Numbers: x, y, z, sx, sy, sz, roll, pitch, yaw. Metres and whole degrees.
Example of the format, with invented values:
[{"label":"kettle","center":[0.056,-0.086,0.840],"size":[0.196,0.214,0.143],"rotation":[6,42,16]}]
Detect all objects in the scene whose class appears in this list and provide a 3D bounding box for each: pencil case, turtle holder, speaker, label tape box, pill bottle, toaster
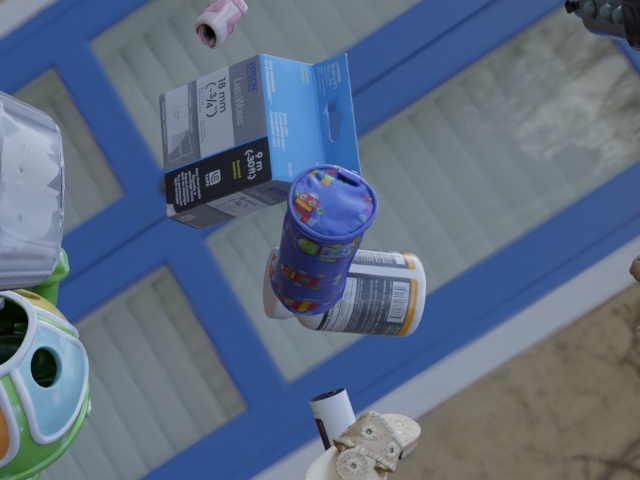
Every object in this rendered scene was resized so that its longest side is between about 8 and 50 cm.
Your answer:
[{"label":"pencil case","center":[0.000,0.000,1.761],"size":[0.119,0.133,0.306],"rotation":[26,-24,3]},{"label":"turtle holder","center":[-0.407,0.162,1.671],"size":[0.243,0.320,0.227],"rotation":[37,-34,21]},{"label":"speaker","center":[0.030,0.273,1.723],"size":[0.055,0.055,0.136],"rotation":[-58,129,-86]},{"label":"label tape box","center":[-0.111,-0.183,2.146],"size":[0.106,0.333,0.241],"rotation":[25,53,-55]},{"label":"pill bottle","center":[0.043,0.090,2.333],"size":[0.162,0.278,0.162],"rotation":[-174,-90,-74]},{"label":"toaster","center":[-0.315,-0.051,1.141],"size":[0.146,0.129,0.227],"rotation":[17,71,-71]}]

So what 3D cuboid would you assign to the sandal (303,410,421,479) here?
[{"label":"sandal","center":[0.053,0.219,1.387],"size":[0.088,0.079,0.240],"rotation":[20,20,20]}]

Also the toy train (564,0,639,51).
[{"label":"toy train","center":[0.471,-0.330,1.715],"size":[0.334,0.190,0.142],"rotation":[-133,-149,-66]}]

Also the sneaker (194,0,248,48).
[{"label":"sneaker","center":[-0.146,-0.291,1.705],"size":[0.051,0.070,0.134],"rotation":[43,-14,-11]}]

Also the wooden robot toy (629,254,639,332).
[{"label":"wooden robot toy","center":[0.379,0.043,1.388],"size":[0.076,0.173,0.079],"rotation":[37,-27,-31]}]
